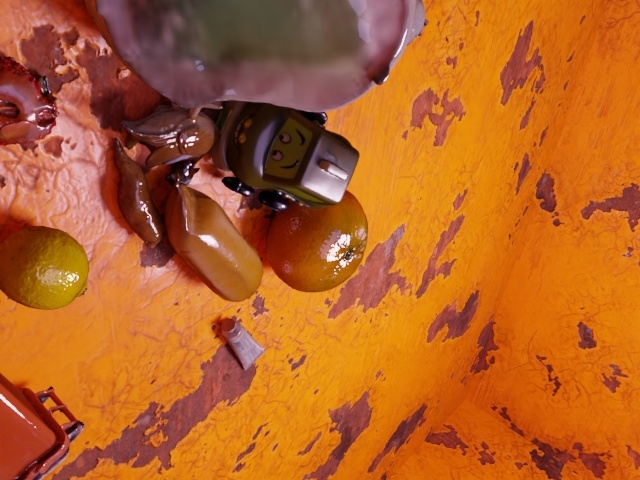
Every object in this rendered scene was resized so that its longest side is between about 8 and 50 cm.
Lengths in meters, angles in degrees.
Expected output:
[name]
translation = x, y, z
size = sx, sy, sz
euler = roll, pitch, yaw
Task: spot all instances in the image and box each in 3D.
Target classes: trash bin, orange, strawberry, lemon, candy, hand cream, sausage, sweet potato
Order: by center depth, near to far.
[candy]
translation = -0.091, -0.347, 0.599
size = 0.186, 0.386, 0.426
euler = -84, 169, -48
[strawberry]
translation = -0.368, -0.156, 0.620
size = 0.152, 0.048, 0.103
euler = -14, 123, -52
[trash bin]
translation = -0.450, 0.225, 0.712
size = 0.184, 0.161, 0.238
euler = -38, 138, -31
[lemon]
translation = -0.365, 0.037, 0.721
size = 0.133, 0.109, 0.109
euler = 40, 81, -42
[sweet potato]
translation = -0.277, -0.066, 0.815
size = 0.056, 0.056, 0.194
euler = -34, 133, -35
[sausage]
translation = -0.190, 0.000, 0.927
size = 0.112, 0.112, 0.328
euler = -50, 149, -16
[orange]
translation = 0.000, 0.000, 1.128
size = 0.240, 0.171, 0.240
euler = -35, 141, -34
[hand cream]
translation = -0.170, 0.227, 1.204
size = 0.067, 0.043, 0.209
euler = -45, 150, -18

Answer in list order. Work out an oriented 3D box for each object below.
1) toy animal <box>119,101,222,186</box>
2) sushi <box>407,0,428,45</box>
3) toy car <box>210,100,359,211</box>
[toy animal]
translation = -0.224, -0.144, 0.802
size = 0.188, 0.089, 0.179
euler = -21, 146, -52
[sushi]
translation = 0.062, -0.373, 0.956
size = 0.332, 0.130, 0.124
euler = -38, 141, -30
[toy car]
translation = -0.037, -0.142, 0.915
size = 0.248, 0.198, 0.204
euler = 22, 94, -43
